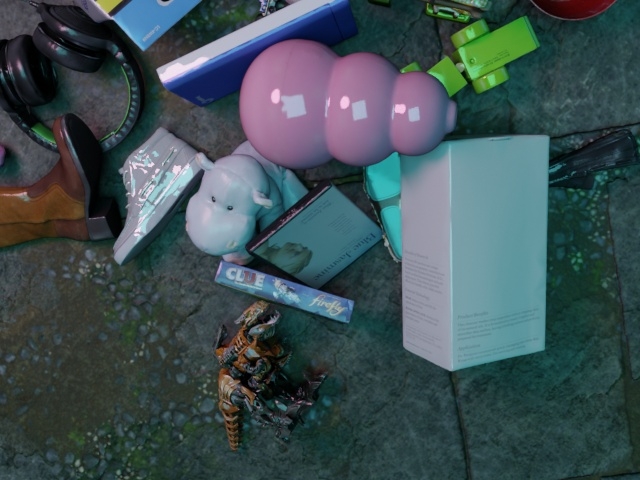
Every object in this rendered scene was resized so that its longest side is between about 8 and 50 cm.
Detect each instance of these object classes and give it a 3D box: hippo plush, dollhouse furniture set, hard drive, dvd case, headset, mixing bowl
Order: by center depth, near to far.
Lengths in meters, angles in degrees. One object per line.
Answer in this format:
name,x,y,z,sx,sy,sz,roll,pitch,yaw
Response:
dollhouse furniture set,0.176,-0.445,1.162,0.197,0.301,0.151,13,104,4
hard drive,-0.095,-0.321,1.248,0.318,0.210,0.040,-23,89,7
mixing bowl,0.419,-0.460,1.248,0.181,0.098,0.181,1,101,3
hippo plush,-0.110,-0.068,1.283,0.234,0.236,0.294,31,101,-2
dvd case,0.000,0.000,1.302,0.180,0.253,0.022,-40,59,9
headset,-0.485,-0.342,1.330,0.243,0.185,0.394,-30,112,12

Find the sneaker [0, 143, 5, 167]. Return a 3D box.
sneaker,-0.701,-0.142,1.386,0.236,0.095,0.105,4,107,8

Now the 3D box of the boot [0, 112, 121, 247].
boot,-0.534,-0.103,1.354,0.280,0.096,0.264,-3,134,7

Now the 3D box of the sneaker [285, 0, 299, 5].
sneaker,-0.071,-0.528,1.253,0.152,0.114,0.305,-42,83,-8

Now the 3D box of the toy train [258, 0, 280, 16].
toy train,-0.081,-0.472,1.313,0.036,0.027,0.158,15,100,4

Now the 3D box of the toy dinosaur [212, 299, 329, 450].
toy dinosaur,-0.116,0.268,1.413,0.218,0.164,0.322,26,138,13

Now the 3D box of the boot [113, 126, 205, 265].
boot,-0.330,-0.085,1.377,0.123,0.095,0.258,39,92,2

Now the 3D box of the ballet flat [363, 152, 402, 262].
ballet flat,0.131,-0.076,1.348,0.091,0.077,0.241,-10,98,12

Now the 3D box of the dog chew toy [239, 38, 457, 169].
dog chew toy,0.046,-0.207,1.159,0.331,0.206,0.207,6,101,14

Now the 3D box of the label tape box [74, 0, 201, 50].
label tape box,-0.335,-0.504,1.241,0.348,0.115,0.249,45,77,-7

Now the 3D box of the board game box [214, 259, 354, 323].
board game box,-0.065,0.097,1.343,0.243,0.165,0.042,18,83,-2

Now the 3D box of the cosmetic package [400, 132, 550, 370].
cosmetic package,0.265,0.009,1.279,0.217,0.156,0.385,-5,99,-26

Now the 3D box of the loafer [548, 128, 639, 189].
loafer,0.461,-0.124,1.318,0.223,0.076,0.078,-24,90,4

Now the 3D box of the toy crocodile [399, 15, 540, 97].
toy crocodile,0.223,-0.286,1.297,0.340,0.105,0.115,-31,97,2
